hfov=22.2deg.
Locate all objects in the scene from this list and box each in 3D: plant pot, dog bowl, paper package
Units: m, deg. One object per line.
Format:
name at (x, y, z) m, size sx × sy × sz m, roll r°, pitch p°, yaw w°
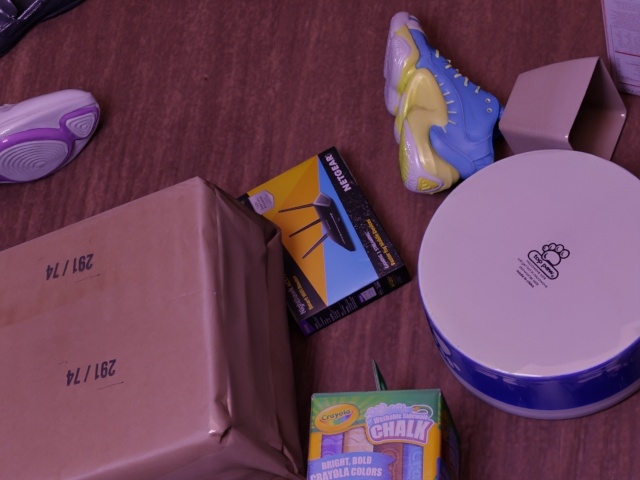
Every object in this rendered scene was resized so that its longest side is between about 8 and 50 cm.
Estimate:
plant pot at (0.256, -0.129, 1.758) m, size 0.096 × 0.109 × 0.109 m, roll 10°, pitch 64°, yaw 33°
dog bowl at (0.235, 0.043, 1.664) m, size 0.265 × 0.104 × 0.265 m, roll -6°, pitch 61°, yaw 12°
paper package at (-0.197, 0.131, 1.651) m, size 0.325 × 0.168 × 0.309 m, roll -21°, pitch 56°, yaw 24°

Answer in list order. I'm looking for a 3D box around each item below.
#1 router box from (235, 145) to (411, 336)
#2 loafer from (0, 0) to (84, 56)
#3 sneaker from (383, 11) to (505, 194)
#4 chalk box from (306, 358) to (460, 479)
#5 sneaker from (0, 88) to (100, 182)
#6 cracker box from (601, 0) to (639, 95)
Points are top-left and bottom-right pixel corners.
router box at (0.000, 0.000, 1.785) m, size 0.133 × 0.046 × 0.179 m, roll -29°, pitch 58°, yaw -1°
loafer at (-0.393, -0.289, 2.035) m, size 0.223 × 0.078 × 0.076 m, roll -33°, pitch 58°, yaw -4°
sneaker at (0.141, -0.154, 1.824) m, size 0.126 × 0.091 × 0.240 m, roll -1°, pitch 59°, yaw -6°
chalk box at (0.065, 0.224, 1.593) m, size 0.132 × 0.132 × 0.213 m, roll -3°, pitch 62°, yaw 14°
sneaker at (-0.412, -0.125, 1.927) m, size 0.305 × 0.114 × 0.152 m, roll -24°, pitch 59°, yaw 2°
cracker box at (0.355, -0.277, 1.733) m, size 0.067 × 0.232 × 0.156 m, roll 14°, pitch 66°, yaw 21°
